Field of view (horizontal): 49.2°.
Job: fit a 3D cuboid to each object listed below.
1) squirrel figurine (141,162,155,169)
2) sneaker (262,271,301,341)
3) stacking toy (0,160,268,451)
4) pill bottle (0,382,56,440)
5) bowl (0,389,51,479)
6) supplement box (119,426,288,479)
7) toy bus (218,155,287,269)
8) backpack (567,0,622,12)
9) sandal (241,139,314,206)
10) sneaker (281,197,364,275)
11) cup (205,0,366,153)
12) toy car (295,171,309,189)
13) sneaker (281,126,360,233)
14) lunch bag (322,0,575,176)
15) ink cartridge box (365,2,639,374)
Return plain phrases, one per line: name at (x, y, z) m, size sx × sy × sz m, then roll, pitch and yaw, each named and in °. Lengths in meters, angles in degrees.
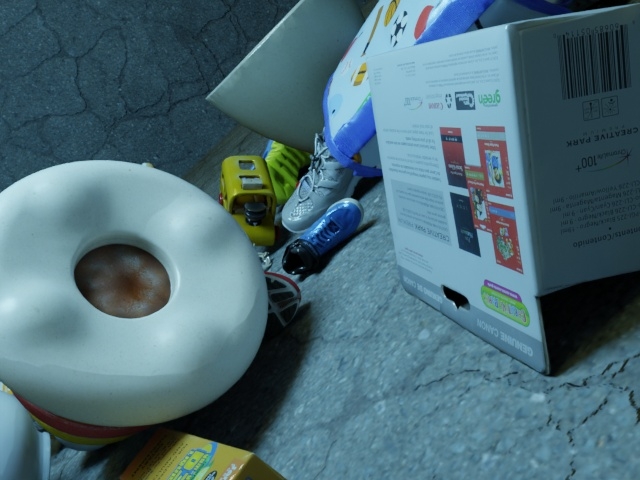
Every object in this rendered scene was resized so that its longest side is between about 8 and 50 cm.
squirrel figurine at (-0.391, 0.017, 1.426) m, size 0.370 × 0.281 × 0.397 m, roll -49°, pitch 6°, yaw 12°
sneaker at (-0.134, 0.099, 1.046) m, size 0.279 × 0.107 × 0.118 m, roll -23°, pitch 11°, yaw 35°
stacking toy at (-0.304, 0.158, 0.947) m, size 0.480 × 0.350 × 0.350 m, roll -55°, pitch 3°, yaw 46°
pill bottle at (-0.408, 0.220, 1.214) m, size 0.278 × 0.162 × 0.162 m, roll -35°, pitch 19°, yaw 20°
bowl at (-0.457, 0.340, 0.979) m, size 0.298 × 0.134 × 0.298 m, roll -173°, pitch 90°, yaw -65°
supplement box at (-0.115, 0.244, 0.690) m, size 0.233 × 0.080 × 0.078 m, roll -11°, pitch 35°, yaw 55°
toy bus at (-0.129, -0.071, 1.280) m, size 0.191 × 0.202 × 0.104 m, roll -45°, pitch -26°, yaw -44°
backpack at (0.413, -0.426, 1.132) m, size 0.152 × 0.115 × 0.182 m, roll -51°, pitch 17°, yaw -21°
sandal at (-0.100, -0.165, 1.568) m, size 0.138 × 0.126 × 0.317 m, roll -33°, pitch 17°, yaw 35°
sneaker at (0.001, 0.001, 1.054) m, size 0.152 × 0.058 × 0.084 m, roll -35°, pitch 12°, yaw 31°
cup at (-0.016, -0.297, 1.306) m, size 0.331 × 0.237 × 0.331 m, roll -41°, pitch 16°, yaw 14°
toy car at (0.080, -0.169, 1.309) m, size 0.239 × 0.053 × 0.225 m, roll -50°, pitch 20°, yaw -24°
sneaker at (0.015, -0.139, 1.183) m, size 0.281 × 0.115 × 0.105 m, roll -52°, pitch 42°, yaw 9°
lunch bag at (0.179, -0.276, 0.986) m, size 0.328 × 0.239 × 0.385 m, roll -47°, pitch 3°, yaw 36°
ink cartridge box at (0.168, -0.058, 0.663) m, size 0.130 × 0.272 × 0.309 m, roll -12°, pitch 14°, yaw -13°
